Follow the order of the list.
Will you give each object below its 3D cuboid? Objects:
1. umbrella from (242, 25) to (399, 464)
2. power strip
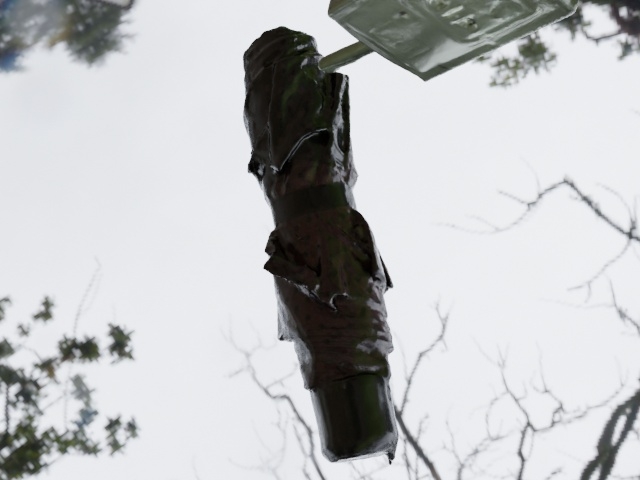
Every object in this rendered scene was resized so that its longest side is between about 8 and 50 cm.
[{"bbox_3d":[0.000,0.000,0.701,0.090,0.094,0.326,-9,-106,-5],"label":"umbrella"},{"bbox_3d":[0.052,-0.121,0.498,0.175,0.075,0.042,-19,-130,53],"label":"power strip"}]
